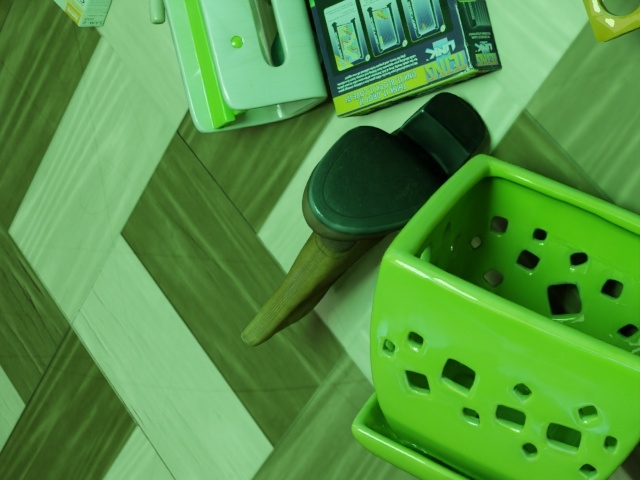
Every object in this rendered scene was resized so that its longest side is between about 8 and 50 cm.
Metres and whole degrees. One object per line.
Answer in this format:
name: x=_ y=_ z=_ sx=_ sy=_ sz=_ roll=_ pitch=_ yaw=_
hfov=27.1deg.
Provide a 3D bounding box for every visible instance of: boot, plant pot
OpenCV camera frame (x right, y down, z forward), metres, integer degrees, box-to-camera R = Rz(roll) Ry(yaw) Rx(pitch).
boot: x=0.000 y=0.000 z=1.197 sx=0.096 sy=0.264 sz=0.280 roll=43 pitch=126 yaw=-1
plant pot: x=0.162 y=0.091 z=1.055 sx=0.228 sy=0.227 sz=0.207 roll=25 pitch=123 yaw=15

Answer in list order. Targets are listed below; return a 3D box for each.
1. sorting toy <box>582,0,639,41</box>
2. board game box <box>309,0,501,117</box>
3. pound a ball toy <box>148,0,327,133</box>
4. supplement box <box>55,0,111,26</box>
sorting toy: x=0.353 y=-0.227 z=0.956 sx=0.348 sy=0.047 sz=0.196 roll=-5 pitch=94 yaw=33
board game box: x=0.074 y=-0.203 z=1.235 sx=0.170 sy=0.048 sz=0.141 roll=-14 pitch=90 yaw=43
pound a ball toy: x=-0.096 y=-0.274 z=1.349 sx=0.208 sy=0.136 sz=0.319 roll=160 pitch=97 yaw=-69
supplement box: x=-0.269 y=-0.307 z=1.545 sx=0.062 sy=0.036 sz=0.098 roll=45 pitch=125 yaw=29
